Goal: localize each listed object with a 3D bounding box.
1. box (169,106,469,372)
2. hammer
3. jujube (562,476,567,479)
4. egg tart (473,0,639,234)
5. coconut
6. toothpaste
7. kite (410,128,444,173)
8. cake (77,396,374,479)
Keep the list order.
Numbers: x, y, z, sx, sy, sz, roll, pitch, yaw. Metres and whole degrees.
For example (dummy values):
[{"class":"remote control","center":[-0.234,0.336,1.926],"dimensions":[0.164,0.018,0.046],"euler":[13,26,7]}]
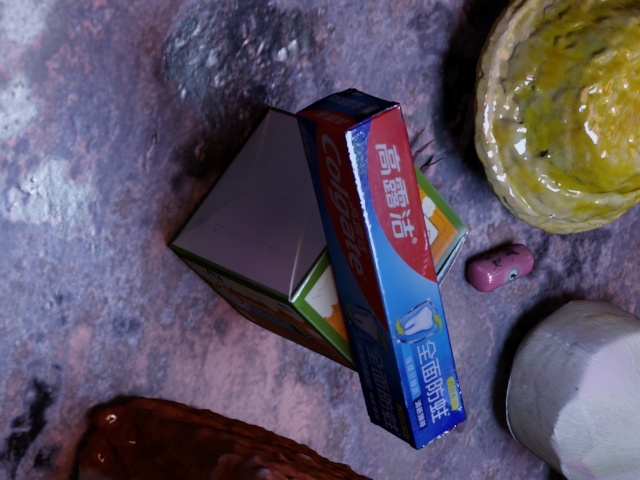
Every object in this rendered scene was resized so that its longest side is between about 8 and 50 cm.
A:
[{"class":"box","center":[0.000,0.000,1.568],"dimensions":[0.177,0.195,0.148],"euler":[-55,132,-12]},{"class":"hammer","center":[0.203,0.031,1.857],"dimensions":[0.083,0.043,0.043],"euler":[-21,118,-36]},{"class":"jujube","center":[0.403,0.274,2.039],"dimensions":[0.236,0.168,0.168],"euler":[-29,122,-26]},{"class":"egg tart","center":[0.303,-0.152,1.755],"dimensions":[0.319,0.128,0.319],"euler":[-8,104,-36]},{"class":"coconut","center":[0.334,0.186,1.894],"dimensions":[0.224,0.234,0.224],"euler":[-20,121,-37]},{"class":"toothpaste","center":[0.056,0.027,1.439],"dimensions":[0.066,0.076,0.320],"euler":[-29,120,-26]},{"class":"kite","center":[0.061,-0.009,1.728],"dimensions":[0.229,0.016,0.127],"euler":[-57,150,-11]},{"class":"cake","center":[-0.092,0.341,1.558],"dimensions":[0.270,0.269,0.319],"euler":[24,88,-43]}]
